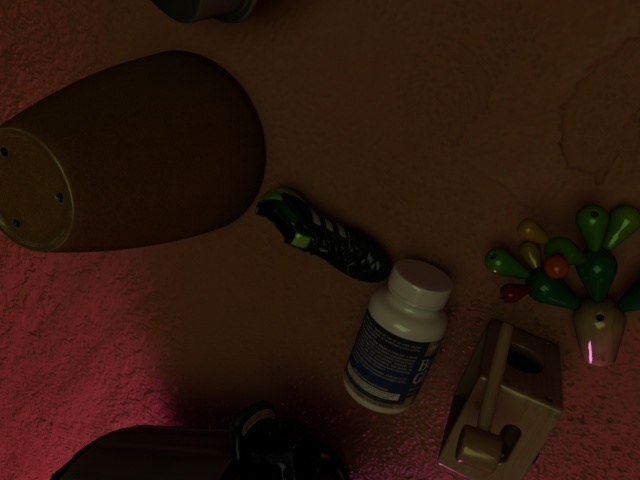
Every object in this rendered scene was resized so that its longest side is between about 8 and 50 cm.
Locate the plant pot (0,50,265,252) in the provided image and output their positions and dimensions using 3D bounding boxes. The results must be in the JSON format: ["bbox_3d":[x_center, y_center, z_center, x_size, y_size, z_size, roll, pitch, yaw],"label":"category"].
[{"bbox_3d":[-0.223,-0.086,0.590,0.238,0.254,0.236,7,111,20],"label":"plant pot"}]

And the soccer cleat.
[{"bbox_3d":[0.000,0.000,0.631,0.179,0.072,0.060,34,118,7],"label":"soccer cleat"}]

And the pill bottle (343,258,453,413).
[{"bbox_3d":[0.092,0.110,0.622,0.094,0.094,0.169,23,117,13],"label":"pill bottle"}]

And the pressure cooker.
[{"bbox_3d":[-0.125,0.425,0.684,0.421,0.375,0.369,-6,132,24],"label":"pressure cooker"}]

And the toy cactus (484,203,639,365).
[{"bbox_3d":[0.282,0.051,0.528,0.219,0.112,0.180,-7,116,16],"label":"toy cactus"}]

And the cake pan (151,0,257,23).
[{"bbox_3d":[-0.160,-0.332,0.481,0.293,0.054,0.293,47,160,22],"label":"cake pan"}]

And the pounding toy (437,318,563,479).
[{"bbox_3d":[0.195,0.170,0.539,0.094,0.206,0.180,23,116,13],"label":"pounding toy"}]
